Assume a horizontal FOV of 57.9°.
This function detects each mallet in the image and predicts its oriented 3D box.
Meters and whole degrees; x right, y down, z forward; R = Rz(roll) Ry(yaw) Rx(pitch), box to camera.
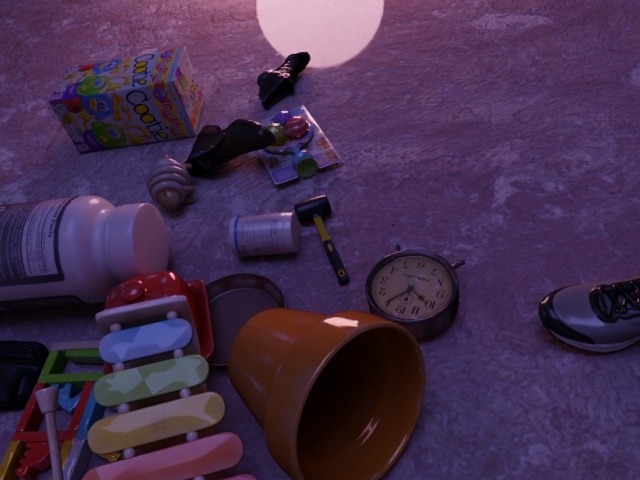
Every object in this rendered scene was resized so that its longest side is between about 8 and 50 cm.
[{"bbox_3d":[0.000,0.000,0.957,0.062,0.039,0.190,-14,50,0],"label":"mallet"}]

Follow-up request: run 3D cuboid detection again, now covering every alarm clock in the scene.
[{"bbox_3d":[0.123,0.092,0.816,0.129,0.064,0.192,15,50,25],"label":"alarm clock"}]

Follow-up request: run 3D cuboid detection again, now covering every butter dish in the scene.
[{"bbox_3d":[-0.247,0.102,0.820,0.160,0.118,0.160,-17,44,-3],"label":"butter dish"}]

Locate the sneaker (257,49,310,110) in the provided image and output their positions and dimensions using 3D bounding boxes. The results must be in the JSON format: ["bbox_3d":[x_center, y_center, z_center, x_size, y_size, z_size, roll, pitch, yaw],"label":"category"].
[{"bbox_3d":[-0.077,-0.365,1.310,0.170,0.051,0.089,-34,49,-11],"label":"sneaker"}]

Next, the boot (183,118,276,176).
[{"bbox_3d":[-0.181,-0.169,1.121,0.219,0.082,0.106,4,56,46],"label":"boot"}]

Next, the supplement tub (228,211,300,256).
[{"bbox_3d":[-0.093,-0.010,0.962,0.107,0.071,0.071,-4,47,10],"label":"supplement tub"}]

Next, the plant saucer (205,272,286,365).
[{"bbox_3d":[-0.131,0.122,0.877,0.168,0.029,0.168,-8,46,8],"label":"plant saucer"}]

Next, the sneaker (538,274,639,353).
[{"bbox_3d":[0.417,0.075,0.730,0.271,0.108,0.100,-5,48,11],"label":"sneaker"}]

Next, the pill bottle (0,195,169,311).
[{"bbox_3d":[-0.422,0.020,0.942,0.318,0.176,0.176,-5,46,9],"label":"pill bottle"}]

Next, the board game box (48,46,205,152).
[{"bbox_3d":[-0.416,-0.307,1.272,0.275,0.142,0.144,-7,46,8],"label":"board game box"}]

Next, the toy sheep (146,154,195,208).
[{"bbox_3d":[-0.286,-0.112,1.099,0.091,0.091,0.132,-17,51,-2],"label":"toy sheep"}]

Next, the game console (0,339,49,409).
[{"bbox_3d":[-0.600,0.214,0.871,0.361,0.044,0.213,0,66,2],"label":"game console"}]

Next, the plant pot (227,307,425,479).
[{"bbox_3d":[-0.010,0.170,0.701,0.205,0.205,0.188,-43,36,-25],"label":"plant pot"}]

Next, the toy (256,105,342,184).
[{"bbox_3d":[-0.064,-0.211,1.155,0.137,0.056,0.237,-21,46,-7],"label":"toy"}]

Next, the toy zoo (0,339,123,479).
[{"bbox_3d":[-0.325,0.266,0.787,0.192,0.030,0.293,-4,47,10],"label":"toy zoo"}]

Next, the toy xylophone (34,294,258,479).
[{"bbox_3d":[-0.217,0.237,0.691,0.236,0.081,0.323,-19,68,-12],"label":"toy xylophone"}]
